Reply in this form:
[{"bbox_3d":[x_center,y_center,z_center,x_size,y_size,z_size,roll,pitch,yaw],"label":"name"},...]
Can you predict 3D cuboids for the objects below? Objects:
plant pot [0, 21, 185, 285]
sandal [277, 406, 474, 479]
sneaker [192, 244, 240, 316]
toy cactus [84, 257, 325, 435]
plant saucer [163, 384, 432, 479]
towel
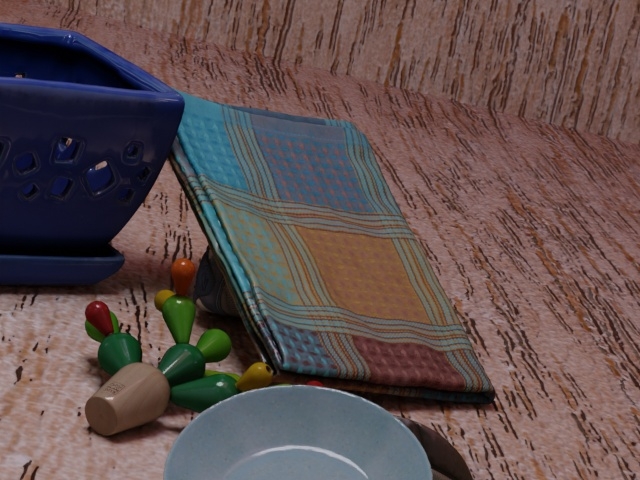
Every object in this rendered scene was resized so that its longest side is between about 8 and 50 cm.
[{"bbox_3d":[-0.301,-0.082,1.663,0.236,0.212,0.236,3,20,-38],"label":"plant pot"},{"bbox_3d":[0.017,0.178,1.341,0.219,0.090,0.060,9,-21,17],"label":"sandal"},{"bbox_3d":[-0.010,0.031,1.731,0.122,0.110,0.283,28,21,31],"label":"sneaker"},{"bbox_3d":[-0.120,0.105,1.424,0.219,0.112,0.180,30,30,20],"label":"toy cactus"},{"bbox_3d":[-0.017,0.182,1.261,0.195,0.037,0.195,2,37,-2],"label":"plant saucer"},{"bbox_3d":[0.000,0.000,1.670,0.271,0.040,0.370,9,40,-37],"label":"towel"}]
